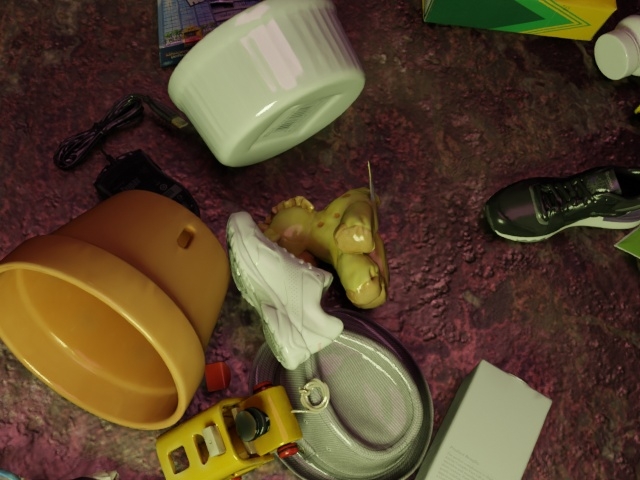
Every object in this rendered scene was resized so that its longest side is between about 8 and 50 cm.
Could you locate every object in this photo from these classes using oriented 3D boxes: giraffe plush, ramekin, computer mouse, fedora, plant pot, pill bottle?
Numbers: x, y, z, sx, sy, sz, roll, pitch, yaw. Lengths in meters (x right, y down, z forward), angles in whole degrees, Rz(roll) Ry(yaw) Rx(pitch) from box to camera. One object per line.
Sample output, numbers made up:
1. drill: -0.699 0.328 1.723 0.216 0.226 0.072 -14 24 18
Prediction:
1. giraffe plush: 0.000 0.000 1.217 0.171 0.181 0.210 -8 79 11
2. ramekin: -0.068 -0.224 1.230 0.277 0.277 0.135 -28 83 -18
3. computer mouse: -0.250 -0.104 1.265 0.262 0.060 0.184 37 71 19
4. fedora: 0.038 0.204 1.147 0.244 0.124 0.275 -28 75 -19
5. plant pot: -0.250 0.073 1.090 0.291 0.291 0.203 29 49 4
6. pill bottle: 0.570 -0.346 1.462 0.180 0.108 0.108 -23 73 -17

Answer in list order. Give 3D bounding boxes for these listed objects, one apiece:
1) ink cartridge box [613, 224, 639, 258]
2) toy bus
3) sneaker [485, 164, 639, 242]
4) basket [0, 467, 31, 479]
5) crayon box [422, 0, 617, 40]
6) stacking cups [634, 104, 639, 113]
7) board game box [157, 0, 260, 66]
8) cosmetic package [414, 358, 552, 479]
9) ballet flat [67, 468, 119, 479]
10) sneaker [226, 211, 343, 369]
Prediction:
1. ink cartridge box: 0.625 0.046 1.329 0.189 0.097 0.255 -34 43 -19
2. toy bus: -0.112 0.250 1.073 0.191 0.104 0.202 17 95 30
3. sneaker: 0.399 -0.076 1.316 0.283 0.124 0.107 -8 69 -12
4. basket: -0.382 0.409 0.939 0.255 0.201 0.289 22 35 1
5. crayon box: 0.341 -0.548 1.508 0.313 0.106 0.362 4 68 -7
6. stacking cups: 0.665 -0.133 1.397 0.096 0.096 0.316 -36 77 -20
7. board game box: -0.195 -0.398 1.389 0.194 0.060 0.194 -16 72 -15
8. cosmetic package: 0.212 0.290 1.145 0.117 0.085 0.231 32 55 5
9. ballet flat: -0.255 0.335 1.085 0.203 0.074 0.074 15 67 4
10. sneaker: -0.046 0.053 1.123 0.115 0.090 0.232 -22 69 -17
